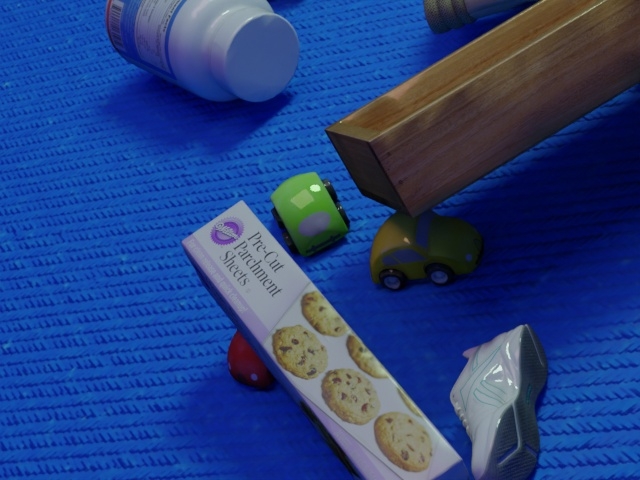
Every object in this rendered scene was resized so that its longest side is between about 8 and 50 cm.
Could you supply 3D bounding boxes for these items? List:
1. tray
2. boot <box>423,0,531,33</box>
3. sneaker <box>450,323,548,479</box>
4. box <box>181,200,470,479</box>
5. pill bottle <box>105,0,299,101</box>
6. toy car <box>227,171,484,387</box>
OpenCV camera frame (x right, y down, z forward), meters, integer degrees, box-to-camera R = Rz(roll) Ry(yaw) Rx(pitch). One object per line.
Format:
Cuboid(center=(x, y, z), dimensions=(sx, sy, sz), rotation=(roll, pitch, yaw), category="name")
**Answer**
Cuboid(center=(0.211, -0.158, 1.241), dimensions=(0.411, 0.076, 0.203), rotation=(-30, 10, -5), category="tray")
Cuboid(center=(0.196, -0.316, 1.497), dimensions=(0.203, 0.095, 0.262), rotation=(-13, 50, 27), category="boot")
Cuboid(center=(0.125, 0.127, 1.131), dimensions=(0.061, 0.053, 0.152), rotation=(-18, 31, 28), category="sneaker")
Cuboid(center=(0.000, 0.093, 1.180), dimensions=(0.067, 0.063, 0.324), rotation=(-33, 49, -8), category="box")
Cuboid(center=(-0.120, -0.214, 1.619), dimensions=(0.124, 0.124, 0.221), rotation=(-42, 40, -17), category="pill bottle")
Cuboid(center=(0.000, 0.000, 1.349), dimensions=(0.239, 0.053, 0.225), rotation=(-29, 37, -1), category="toy car")
